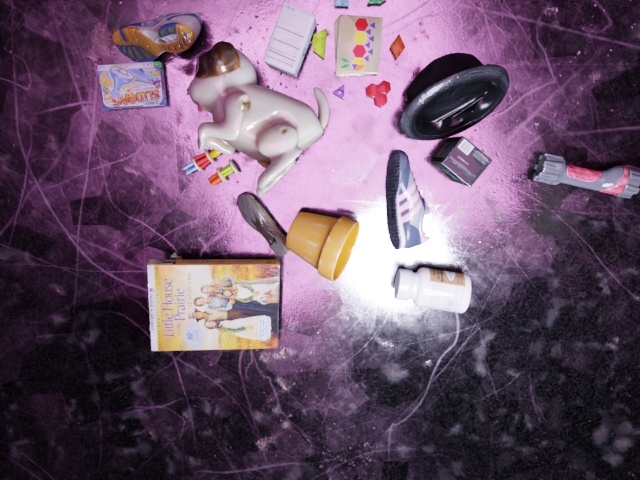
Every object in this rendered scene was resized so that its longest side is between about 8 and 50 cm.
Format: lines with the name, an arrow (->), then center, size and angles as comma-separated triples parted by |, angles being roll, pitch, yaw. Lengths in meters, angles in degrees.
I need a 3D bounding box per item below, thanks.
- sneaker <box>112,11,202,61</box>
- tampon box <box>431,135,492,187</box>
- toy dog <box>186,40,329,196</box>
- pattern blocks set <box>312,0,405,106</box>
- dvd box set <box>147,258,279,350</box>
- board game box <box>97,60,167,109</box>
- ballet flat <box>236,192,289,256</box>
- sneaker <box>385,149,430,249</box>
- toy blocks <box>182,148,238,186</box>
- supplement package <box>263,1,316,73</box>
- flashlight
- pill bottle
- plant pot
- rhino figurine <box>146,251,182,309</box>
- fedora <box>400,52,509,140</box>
sneaker -> -0.494, -0.634, 1.616 | 0.296, 0.131, 0.112 | 3, 138, 19
tampon box -> 0.432, -0.246, 1.620 | 0.120, 0.161, 0.101 | 37, 99, -6
toy dog -> -0.209, -0.391, 1.557 | 0.395, 0.284, 0.408 | -45, 95, 2
pattern blocks set -> 0.117, -0.601, 1.632 | 0.285, 0.026, 0.325 | 12, 100, -1
dvd box set -> -0.346, 0.212, 1.731 | 0.419, 0.062, 0.308 | 1, 106, -8
board game box -> -0.596, -0.491, 1.669 | 0.201, 0.035, 0.136 | -4, 100, 2
ballet flat -> -0.182, -0.057, 1.730 | 0.250, 0.058, 0.084 | 50, 133, -2
sneaker -> 0.286, -0.134, 1.686 | 0.130, 0.112, 0.320 | -6, 103, -14
toy blocks -> -0.358, -0.232, 1.700 | 0.148, 0.054, 0.123 | -31, 98, 7
supplement package -> -0.092, -0.606, 1.598 | 0.105, 0.105, 0.180 | 22, 101, -2
flashlight -> 0.838, -0.212, 1.647 | 0.303, 0.103, 0.103 | 14, 74, 0
pill bottle -> 0.362, 0.157, 1.711 | 0.229, 0.131, 0.131 | 8, 100, 0
plant pot -> 0.000, 0.000, 1.672 | 0.187, 0.205, 0.205 | 24, 101, 14
rhino figurine -> -0.509, 0.162, 1.767 | 0.106, 0.073, 0.243 | 36, 101, -2
fedora -> 0.382, -0.446, 1.570 | 0.333, 0.334, 0.153 | -19, 66, 5
